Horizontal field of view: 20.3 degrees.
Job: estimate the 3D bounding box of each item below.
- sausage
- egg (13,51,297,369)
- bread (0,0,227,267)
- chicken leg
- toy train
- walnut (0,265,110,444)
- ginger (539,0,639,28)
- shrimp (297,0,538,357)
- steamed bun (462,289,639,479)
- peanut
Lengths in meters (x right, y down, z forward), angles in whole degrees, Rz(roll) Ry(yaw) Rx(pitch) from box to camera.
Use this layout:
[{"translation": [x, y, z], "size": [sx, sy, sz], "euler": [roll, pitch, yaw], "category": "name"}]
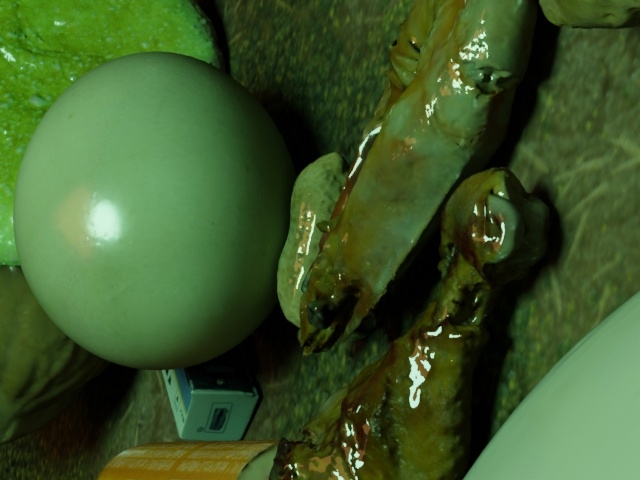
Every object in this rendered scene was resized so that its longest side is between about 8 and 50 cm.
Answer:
[{"translation": [-0.080, 0.176, 1.169], "size": [0.312, 0.093, 0.093], "euler": [-14, 68, 64], "category": "sausage"}, {"translation": [-0.108, -0.027, 1.186], "size": [0.254, 0.188, 0.188], "euler": [-97, 28, -50], "category": "egg"}, {"translation": [-0.218, -0.110, 1.347], "size": [0.045, 0.301, 0.301], "euler": [89, 177, -63], "category": "bread"}, {"translation": [0.053, 0.079, 0.943], "size": [0.107, 0.087, 0.251], "euler": [40, 112, 39], "category": "chicken leg"}, {"translation": [-0.096, 0.048, 1.299], "size": [0.234, 0.052, 0.051], "euler": [-112, 35, -49], "category": "toy train"}, {"translation": [-0.292, 0.011, 1.464], "size": [0.333, 0.332, 0.333], "euler": [-36, 50, 57], "category": "walnut"}, {"translation": [0.136, -0.153, 0.849], "size": [0.190, 0.069, 0.095], "euler": [-117, 39, -52], "category": "ginger"}, {"translation": [0.048, -0.053, 1.019], "size": [0.294, 0.062, 0.154], "euler": [-61, 20, 23], "category": "shrimp"}, {"translation": [0.164, 0.156, 0.386], "size": [0.374, 0.334, 0.334], "euler": [-117, 43, -54], "category": "steamed bun"}, {"translation": [0.000, 0.000, 1.110], "size": [0.054, 0.054, 0.113], "euler": [-8, 71, 64], "category": "peanut"}]
